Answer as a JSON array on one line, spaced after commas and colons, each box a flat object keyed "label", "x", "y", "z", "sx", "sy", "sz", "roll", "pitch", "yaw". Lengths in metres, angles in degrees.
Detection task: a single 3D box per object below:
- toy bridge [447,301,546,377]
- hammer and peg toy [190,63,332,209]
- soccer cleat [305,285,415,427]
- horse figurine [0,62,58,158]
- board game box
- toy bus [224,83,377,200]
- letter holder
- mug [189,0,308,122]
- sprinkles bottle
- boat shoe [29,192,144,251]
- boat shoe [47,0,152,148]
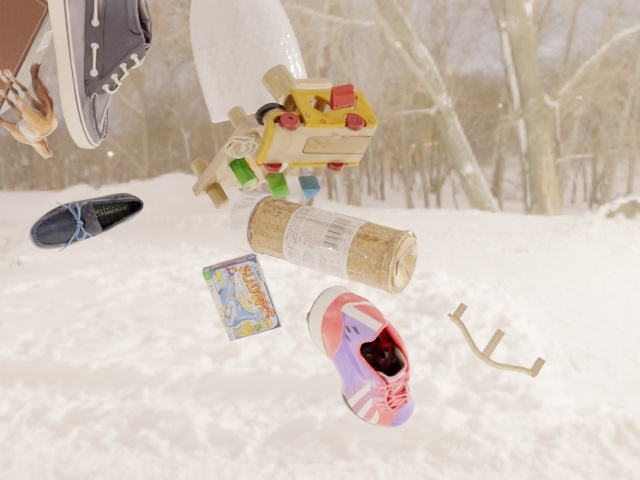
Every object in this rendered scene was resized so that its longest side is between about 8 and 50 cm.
[{"label": "toy bridge", "x": 0.306, "y": 0.187, "z": 1.378, "sx": 0.188, "sy": 0.063, "sz": 0.026, "roll": 35, "pitch": -21, "yaw": 10}, {"label": "hammer and peg toy", "x": -0.100, "y": -0.220, "z": 1.676, "sx": 0.266, "sy": 0.127, "sz": 0.361, "roll": -17, "pitch": -19, "yaw": -46}, {"label": "soccer cleat", "x": 0.086, "y": 0.193, "z": 1.117, "sx": 0.116, "sy": 0.318, "sz": 0.108, "roll": 24, "pitch": 62, "yaw": 42}, {"label": "horse figurine", "x": -0.586, "y": -0.254, "z": 1.541, "sx": 0.263, "sy": 0.174, "sz": 0.066, "roll": -22, "pitch": 25, "yaw": 53}, {"label": "board game box", "x": -0.188, "y": 0.138, "z": 1.865, "sx": 0.136, "sy": 0.201, "sz": 0.035, "roll": -17, "pitch": 24, "yaw": 4}, {"label": "toy bus", "x": -0.025, "y": -0.166, "z": 1.108, "sx": 0.191, "sy": 0.104, "sz": 0.202, "roll": -28, "pitch": -33, "yaw": 12}, {"label": "letter holder", "x": -0.729, "y": -0.472, "z": 1.717, "sx": 0.214, "sy": 0.302, "sz": 0.152, "roll": 32, "pitch": 25, "yaw": -11}, {"label": "mug", "x": -0.199, "y": -0.512, "z": 2.039, "sx": 0.276, "sy": 0.328, "sz": 0.374, "roll": -16, "pitch": 13, "yaw": 2}, {"label": "sprinkles bottle", "x": 0.000, "y": 0.000, "z": 1.433, "sx": 0.355, "sy": 0.121, "sz": 0.121, "roll": 16, "pitch": 17, "yaw": 29}, {"label": "boat shoe", "x": -0.516, "y": -0.057, "z": 1.711, "sx": 0.258, "sy": 0.109, "sz": 0.089, "roll": -31, "pitch": 16, "yaw": -32}, {"label": "boat shoe", "x": -0.384, "y": -0.315, "z": 1.401, "sx": 0.158, "sy": 0.340, "sz": 0.127, "roll": 2, "pitch": 40, "yaw": -1}]
